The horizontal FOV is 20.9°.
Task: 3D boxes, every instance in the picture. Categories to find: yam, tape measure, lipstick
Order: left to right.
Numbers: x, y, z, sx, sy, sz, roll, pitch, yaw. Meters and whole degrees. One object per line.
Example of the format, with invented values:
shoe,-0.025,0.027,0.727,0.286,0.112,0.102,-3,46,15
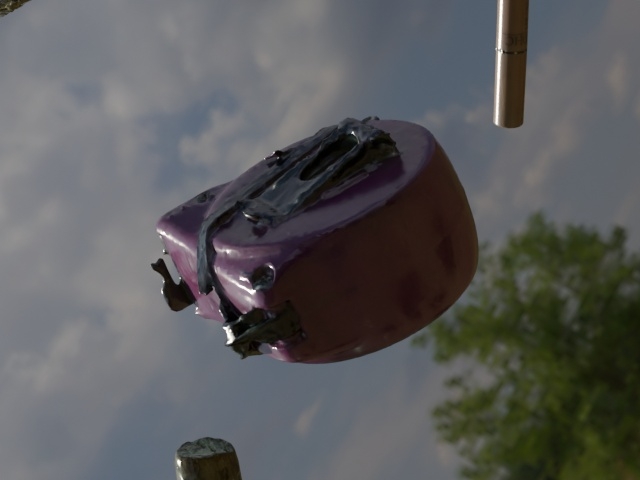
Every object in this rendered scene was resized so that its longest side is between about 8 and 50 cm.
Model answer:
yam,-0.094,0.389,1.820,0.083,0.083,0.371,-38,-57,-59
tape measure,0.000,0.000,1.412,0.245,0.231,0.149,-32,-67,-18
lipstick,0.108,-0.109,0.984,0.019,0.019,0.094,-44,-41,-52

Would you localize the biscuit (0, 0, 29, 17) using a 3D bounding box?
biscuit,-0.197,-0.162,0.839,0.309,0.186,0.079,-9,71,53
